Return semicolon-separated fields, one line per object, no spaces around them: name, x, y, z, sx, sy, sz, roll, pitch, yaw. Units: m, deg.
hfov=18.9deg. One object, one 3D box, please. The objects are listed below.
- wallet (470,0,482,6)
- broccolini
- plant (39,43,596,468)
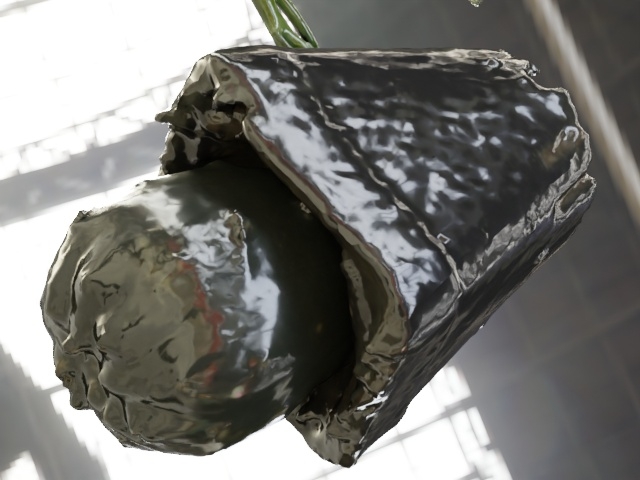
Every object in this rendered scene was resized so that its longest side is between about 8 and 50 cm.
wallet;0.149;-0.292;1.640;0.110;0.155;0.039;44;13;-10
broccolini;-0.029;-0.125;0.930;0.194;0.054;0.052;65;-14;-10
plant;0.000;0.000;0.841;0.164;0.256;0.142;51;-28;19
